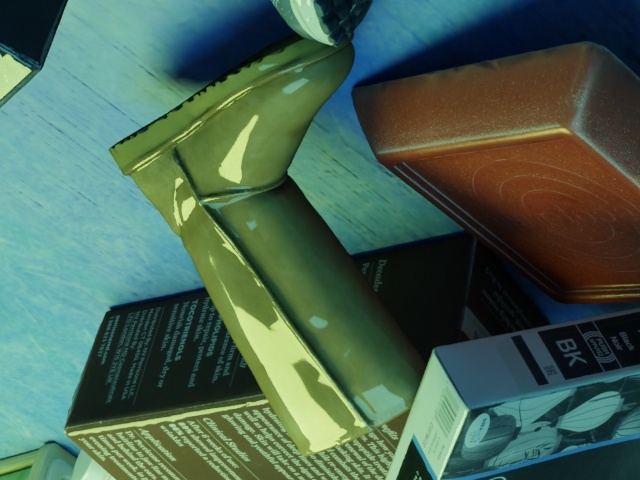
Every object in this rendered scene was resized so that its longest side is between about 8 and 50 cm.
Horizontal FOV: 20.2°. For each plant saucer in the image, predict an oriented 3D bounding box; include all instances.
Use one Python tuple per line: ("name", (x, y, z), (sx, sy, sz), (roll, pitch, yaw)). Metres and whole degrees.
("plant saucer", (0.174, -0.028, 1.227), (0.259, 0.047, 0.258), (36, 158, -28))

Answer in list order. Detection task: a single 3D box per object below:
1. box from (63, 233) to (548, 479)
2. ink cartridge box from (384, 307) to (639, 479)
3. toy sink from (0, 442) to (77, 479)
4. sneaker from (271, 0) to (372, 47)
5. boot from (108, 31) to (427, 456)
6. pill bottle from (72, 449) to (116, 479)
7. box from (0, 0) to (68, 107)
("box", (-0.001, 0.130, 1.489), (0.381, 0.143, 0.191), (-11, 137, 32))
("ink cartridge box", (0.219, 0.121, 1.311), (0.333, 0.065, 0.165), (-11, 140, -23))
("toy sink", (-0.282, 0.304, 1.797), (0.234, 0.152, 0.131), (-17, 133, 36))
("sneaker", (-0.047, -0.235, 1.071), (0.122, 0.110, 0.283), (10, 143, 34))
("boot", (0.000, 0.000, 1.259), (0.236, 0.089, 0.269), (-27, 99, 44))
("pill bottle", (-0.164, 0.232, 1.725), (0.137, 0.078, 0.078), (27, 142, -17))
("box", (-0.341, -0.183, 1.145), (0.294, 0.182, 0.296), (33, 141, -22))
